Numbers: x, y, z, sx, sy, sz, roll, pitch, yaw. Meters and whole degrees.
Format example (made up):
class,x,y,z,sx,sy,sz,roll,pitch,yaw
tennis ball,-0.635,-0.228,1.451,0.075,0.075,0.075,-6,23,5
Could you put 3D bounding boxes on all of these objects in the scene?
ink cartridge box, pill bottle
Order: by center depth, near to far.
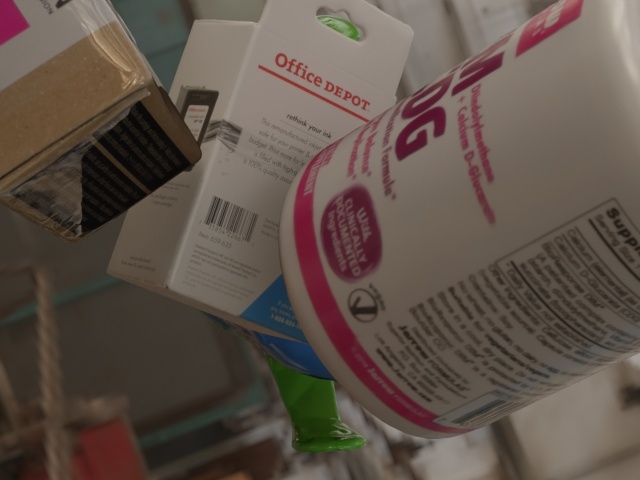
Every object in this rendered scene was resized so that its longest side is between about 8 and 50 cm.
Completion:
class,x,y,z,sx,sy,sz,roll,pitch,yaw
ink cartridge box,-0.158,-0.124,0.843,0.235,0.088,0.193,57,-2,6
pill bottle,0.130,-0.029,0.853,0.160,0.283,0.160,29,45,-35
ink cartridge box,-0.029,-0.047,0.978,0.104,0.180,0.060,24,-9,-38

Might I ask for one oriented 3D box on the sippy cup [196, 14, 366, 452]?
class,x,y,z,sx,sy,sz,roll,pitch,yaw
sippy cup,0.000,0.000,1.439,0.305,0.240,0.224,52,0,-20
